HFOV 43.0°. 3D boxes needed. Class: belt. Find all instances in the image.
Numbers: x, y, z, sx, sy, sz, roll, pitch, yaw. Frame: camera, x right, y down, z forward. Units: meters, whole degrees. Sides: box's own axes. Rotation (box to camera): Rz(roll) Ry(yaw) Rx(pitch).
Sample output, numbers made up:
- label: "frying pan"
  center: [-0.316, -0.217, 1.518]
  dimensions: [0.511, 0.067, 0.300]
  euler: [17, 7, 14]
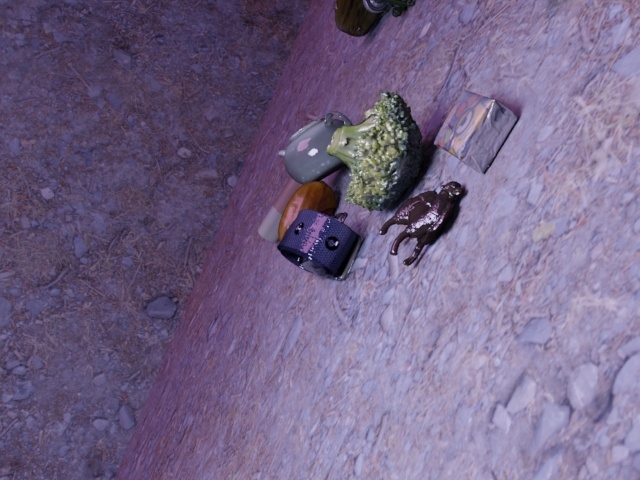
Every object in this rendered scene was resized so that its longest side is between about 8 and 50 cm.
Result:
- label: "belt"
  center: [0.000, 0.000, 1.714]
  dimensions: [0.126, 0.140, 0.230]
  euler: [-60, 13, -10]

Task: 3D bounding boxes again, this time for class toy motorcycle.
- label: "toy motorcycle"
  center: [0.241, -0.718, 2.162]
  dimensions: [0.275, 0.127, 0.205]
  euler: [-56, 16, -1]

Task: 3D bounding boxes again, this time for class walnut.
- label: "walnut"
  center: [-0.034, -0.050, 1.935]
  dimensions: [0.207, 0.116, 0.116]
  euler: [-61, 14, -13]

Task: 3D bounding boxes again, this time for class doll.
- label: "doll"
  center: [0.172, -0.039, 1.356]
  dimensions: [0.165, 0.057, 0.139]
  euler: [-49, 17, 16]

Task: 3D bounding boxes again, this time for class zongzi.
- label: "zongzi"
  center: [0.123, -0.741, 2.340]
  dimensions: [0.323, 0.160, 0.360]
  euler: [-62, -8, 21]

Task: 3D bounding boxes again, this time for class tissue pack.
- label: "tissue pack"
  center: [0.249, -0.182, 1.329]
  dimensions: [0.108, 0.060, 0.148]
  euler: [-59, 16, 11]

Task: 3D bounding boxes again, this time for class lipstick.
- label: "lipstick"
  center: [-0.087, -0.111, 2.288]
  dimensions: [0.254, 0.070, 0.070]
  euler: [-56, 17, 24]

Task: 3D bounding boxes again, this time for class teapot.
- label: "teapot"
  center: [-0.002, -0.225, 1.992]
  dimensions: [0.193, 0.129, 0.294]
  euler: [-31, -2, -35]

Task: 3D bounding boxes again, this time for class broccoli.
- label: "broccoli"
  center: [0.108, -0.161, 1.553]
  dimensions: [0.226, 0.176, 0.198]
  euler: [-21, 38, 47]
